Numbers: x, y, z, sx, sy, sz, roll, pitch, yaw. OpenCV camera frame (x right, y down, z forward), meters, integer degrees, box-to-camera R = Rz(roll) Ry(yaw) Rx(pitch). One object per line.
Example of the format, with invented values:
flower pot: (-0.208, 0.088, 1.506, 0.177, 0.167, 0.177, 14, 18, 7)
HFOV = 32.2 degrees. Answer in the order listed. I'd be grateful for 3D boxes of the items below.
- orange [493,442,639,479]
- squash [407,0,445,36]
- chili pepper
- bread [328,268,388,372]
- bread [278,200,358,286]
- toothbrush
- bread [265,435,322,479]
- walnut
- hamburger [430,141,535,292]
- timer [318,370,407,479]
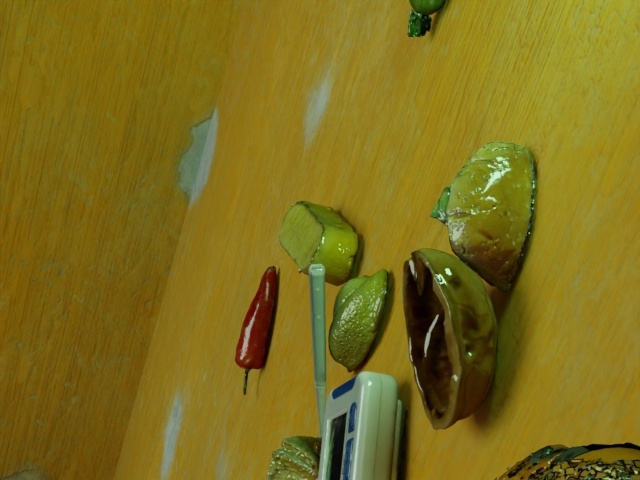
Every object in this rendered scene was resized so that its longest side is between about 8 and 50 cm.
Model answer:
orange: (0.209, 0.272, 0.865, 0.234, 0.182, 0.234, -13, 76, 62)
squash: (0.184, -0.426, 1.575, 0.318, 0.071, 0.080, 119, 155, -48)
chili pepper: (-0.132, 0.183, 2.275, 0.071, 0.063, 0.272, 9, 85, 61)
bread: (0.051, 0.104, 1.702, 0.149, 0.065, 0.188, -88, 16, -44)
bread: (0.000, 0.000, 1.893, 0.102, 0.094, 0.245, -67, 19, 9)
toothbrush: (0.000, 0.196, 1.709, 0.030, 0.025, 0.342, -105, 12, -67)
bread: (-0.010, 0.382, 1.666, 0.152, 0.127, 0.147, 50, 129, 48)
walnut: (0.157, 0.108, 1.271, 0.167, 0.087, 0.211, -157, 60, -72)
hamburger: (0.186, -0.035, 1.264, 0.087, 0.102, 0.176, -6, 73, 60)
timer: (0.053, 0.318, 1.523, 0.178, 0.078, 0.253, 133, 145, -65)
